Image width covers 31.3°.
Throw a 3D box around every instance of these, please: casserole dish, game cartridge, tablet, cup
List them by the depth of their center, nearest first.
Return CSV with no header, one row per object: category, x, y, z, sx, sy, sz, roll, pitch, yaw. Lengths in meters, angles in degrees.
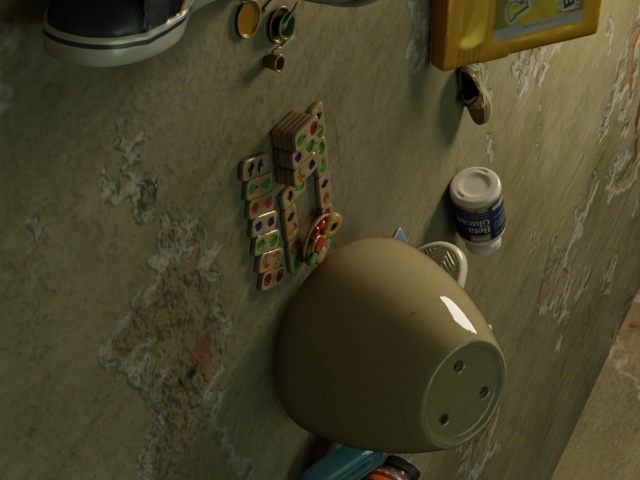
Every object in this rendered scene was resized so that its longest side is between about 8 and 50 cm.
cup,0.133,0.182,1.689,0.331,0.237,0.331,-15,115,-35
game cartridge,0.327,-0.436,1.835,0.324,0.053,0.285,-18,127,-26
casserole dish,0.038,0.375,1.874,0.188,0.037,0.114,-32,153,-14
tablet,0.134,0.019,1.956,0.054,0.006,0.083,-62,151,-18

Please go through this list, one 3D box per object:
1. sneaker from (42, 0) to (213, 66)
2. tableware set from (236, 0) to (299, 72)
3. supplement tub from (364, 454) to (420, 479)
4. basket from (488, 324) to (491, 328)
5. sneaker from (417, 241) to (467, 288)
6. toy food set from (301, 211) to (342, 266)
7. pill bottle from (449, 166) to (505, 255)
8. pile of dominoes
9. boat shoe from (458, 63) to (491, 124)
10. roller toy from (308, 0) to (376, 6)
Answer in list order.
sneaker,-0.161,-0.276,1.096,0.321,0.126,0.127,-54,154,-52
tableware set,-0.063,-0.274,1.387,0.104,0.024,0.154,-53,148,-32
supplement tub,0.109,0.494,2.097,0.198,0.106,0.106,-58,150,-28
basket,0.245,0.228,2.187,0.113,0.103,0.167,0,107,-62
sneaker,0.157,0.169,1.969,0.350,0.131,0.148,-61,151,1
toy food set,0.000,0.000,1.645,0.083,0.020,0.082,-26,136,-59
pill bottle,0.295,-0.049,2.119,0.094,0.094,0.169,-56,149,-28
pile of dominoes,-0.030,-0.052,1.569,0.196,0.040,0.251,-47,144,-39
boat shoe,0.264,-0.255,1.992,0.045,0.050,0.135,-48,135,-33
roller toy,0.015,-0.366,1.297,0.191,0.209,0.146,-58,159,20
